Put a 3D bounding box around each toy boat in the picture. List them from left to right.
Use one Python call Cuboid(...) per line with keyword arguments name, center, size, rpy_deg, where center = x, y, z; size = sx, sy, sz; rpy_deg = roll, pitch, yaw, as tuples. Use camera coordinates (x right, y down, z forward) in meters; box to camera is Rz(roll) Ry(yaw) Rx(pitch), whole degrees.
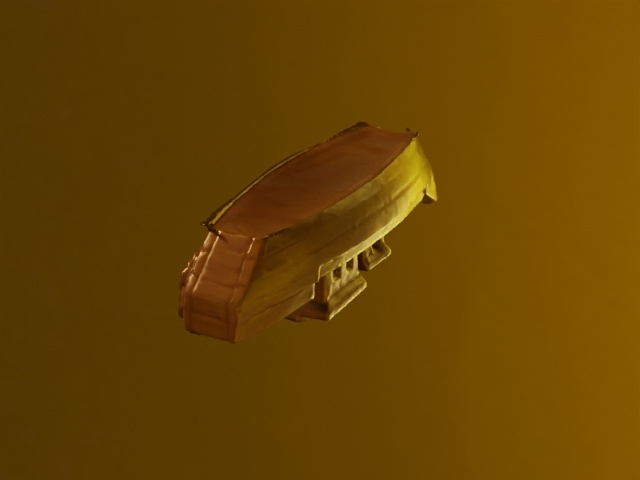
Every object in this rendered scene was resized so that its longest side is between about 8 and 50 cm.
Cuboid(name="toy boat", center=(0.000, 0.000, 0.975), size=(0.064, 0.072, 0.206), rpy_deg=(13, -154, 27))
